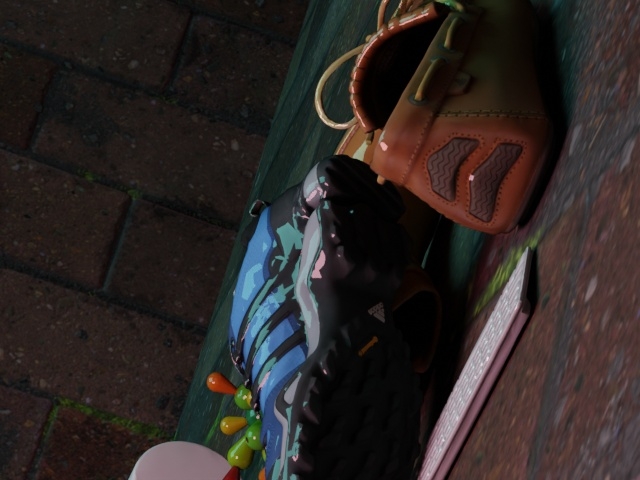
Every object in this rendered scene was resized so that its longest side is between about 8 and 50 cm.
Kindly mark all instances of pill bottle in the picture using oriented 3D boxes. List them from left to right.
[{"bbox_3d":[-0.189,0.374,2.116,0.160,0.160,0.283,-78,10,-50],"label":"pill bottle"}]

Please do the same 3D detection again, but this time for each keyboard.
[{"bbox_3d":[0.086,0.120,1.205,0.072,0.014,0.256,-81,12,-58],"label":"keyboard"}]

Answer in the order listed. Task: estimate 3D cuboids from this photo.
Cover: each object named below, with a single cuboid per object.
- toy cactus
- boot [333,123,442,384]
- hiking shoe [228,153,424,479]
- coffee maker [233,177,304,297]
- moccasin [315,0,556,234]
[{"bbox_3d":[-0.055,0.160,1.969,0.180,0.112,0.219,-63,-10,-47],"label":"toy cactus"},{"bbox_3d":[0.048,0.017,1.435,0.283,0.109,0.220,-64,11,1],"label":"boot"},{"bbox_3d":[-0.005,0.094,1.291,0.132,0.113,0.304,-27,47,45],"label":"hiking shoe"},{"bbox_3d":[0.000,0.000,1.815,0.178,0.120,0.171,123,166,-62],"label":"coffee maker"},{"bbox_3d":[0.081,-0.119,1.355,0.380,0.147,0.139,-82,13,-61],"label":"moccasin"}]
